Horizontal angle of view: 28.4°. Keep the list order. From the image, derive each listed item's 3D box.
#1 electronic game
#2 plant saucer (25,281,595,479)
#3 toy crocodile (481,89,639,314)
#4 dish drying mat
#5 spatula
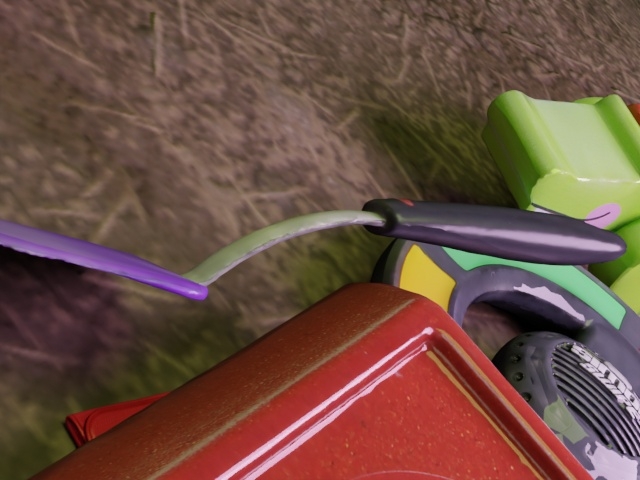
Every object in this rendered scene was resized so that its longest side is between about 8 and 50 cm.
[{"bbox_3d":[0.115,0.080,0.565,0.229,0.048,0.229,29,33,-21],"label":"electronic game"},{"bbox_3d":[0.036,0.138,0.371,0.259,0.048,0.258,50,40,10],"label":"plant saucer"},{"bbox_3d":[0.223,-0.014,0.740,0.340,0.105,0.115,20,37,-38],"label":"toy crocodile"},{"bbox_3d":[-0.048,0.066,0.436,0.083,0.008,0.032,-6,56,-52],"label":"dish drying mat"},{"bbox_3d":[0.000,0.000,0.467,0.296,0.030,0.084,-2,9,-29],"label":"spatula"}]
